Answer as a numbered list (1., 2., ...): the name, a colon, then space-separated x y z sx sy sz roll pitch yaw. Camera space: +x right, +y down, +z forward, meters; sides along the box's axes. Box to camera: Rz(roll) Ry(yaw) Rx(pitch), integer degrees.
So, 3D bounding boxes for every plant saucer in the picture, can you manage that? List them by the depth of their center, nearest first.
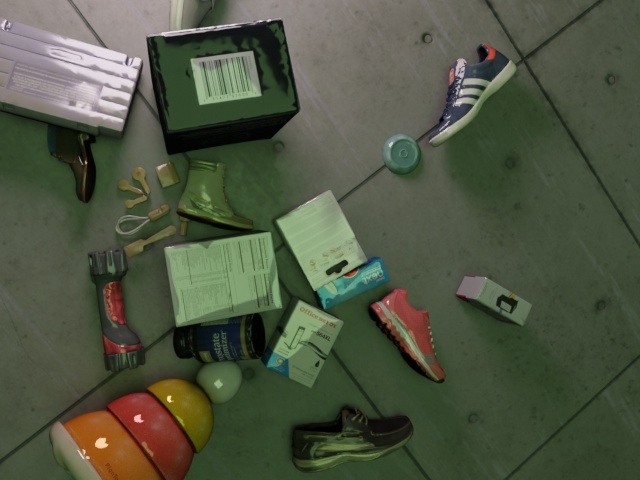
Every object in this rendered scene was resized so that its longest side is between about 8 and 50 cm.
1. plant saucer: 0.238 -0.251 1.789 0.119 0.021 0.120 0 91 -14

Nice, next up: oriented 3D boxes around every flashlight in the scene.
1. flashlight: -0.516 0.176 1.580 0.103 0.103 0.304 -7 92 -40

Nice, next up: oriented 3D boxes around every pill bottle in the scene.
1. pill bottle: -0.262 0.253 1.601 0.219 0.123 0.123 -7 93 13

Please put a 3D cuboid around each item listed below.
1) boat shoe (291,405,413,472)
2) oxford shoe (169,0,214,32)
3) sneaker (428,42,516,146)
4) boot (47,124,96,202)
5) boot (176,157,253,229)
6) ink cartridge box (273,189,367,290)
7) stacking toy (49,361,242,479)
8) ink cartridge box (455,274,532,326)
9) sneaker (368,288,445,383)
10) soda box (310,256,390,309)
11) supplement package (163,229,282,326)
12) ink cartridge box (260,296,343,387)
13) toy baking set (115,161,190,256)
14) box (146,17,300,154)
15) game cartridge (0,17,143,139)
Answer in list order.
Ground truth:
1. boat shoe: 0.089 0.536 1.717 0.355 0.132 0.130 -12 94 -14
2. oxford shoe: -0.306 -0.661 1.579 0.130 0.169 0.450 12 84 -15
3. sneaker: 0.401 -0.424 1.779 0.148 0.131 0.350 43 76 -4
4. boot: -0.629 -0.202 1.560 0.106 0.082 0.219 -2 82 -3
5. boot: -0.264 -0.119 1.642 0.213 0.077 0.165 17 75 -28
6. ink cartridge box: 0.000 0.000 1.712 0.181 0.056 0.225 -29 94 -12
7. stacking toy: -0.385 0.474 1.552 0.479 0.350 0.351 -35 99 -27
8. ink cartridge box: 0.506 0.175 1.810 0.175 0.127 0.072 29 82 -13
9. sneaker: 0.279 0.271 1.764 0.136 0.116 0.314 -40 100 -11
10. soda box: 0.084 0.119 1.738 0.210 0.067 0.071 -23 97 -13
11. supplement package: -0.254 0.089 1.587 0.262 0.199 0.198 -9 94 -13
12. ink cartridge box: -0.050 0.276 1.700 0.148 0.086 0.203 27 86 -13
13. toy baking set: -0.435 -0.081 1.629 0.196 0.030 0.256 3 85 -8
14. box: -0.242 -0.351 1.478 0.293 0.395 0.212 -12 93 -14
15. game cartridge: -0.641 -0.392 1.522 0.354 0.068 0.230 14 73 -13
